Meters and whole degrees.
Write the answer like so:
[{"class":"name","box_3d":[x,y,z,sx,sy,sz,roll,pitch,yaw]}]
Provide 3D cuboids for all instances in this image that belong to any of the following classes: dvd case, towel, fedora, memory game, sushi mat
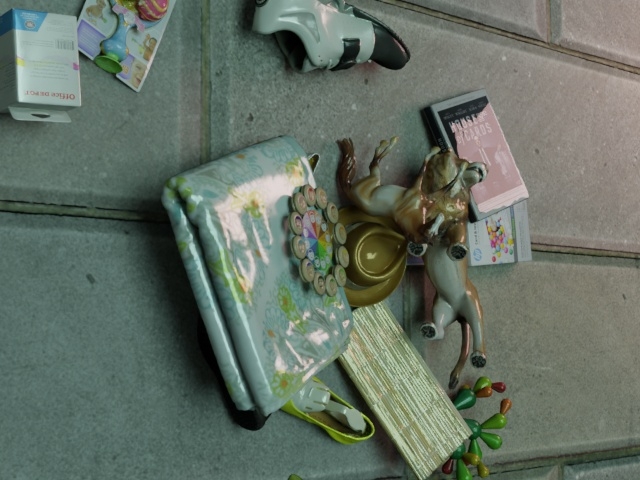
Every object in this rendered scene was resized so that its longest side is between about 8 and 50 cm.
[{"class":"dvd case","box_3d":[0.306,-0.168,1.961,0.179,0.029,0.239,-23,91,-41]},{"class":"towel","box_3d":[-0.077,0.044,1.545,0.320,0.090,0.375,-33,107,-60]},{"class":"fedora","box_3d":[0.088,0.024,1.746,0.194,0.079,0.194,4,83,-32]},{"class":"memory game","box_3d":[0.000,0.000,1.596,0.186,0.012,0.186,33,50,-53]},{"class":"sushi mat","box_3d":[0.139,0.255,1.767,0.151,0.019,0.317,-36,93,-37]}]

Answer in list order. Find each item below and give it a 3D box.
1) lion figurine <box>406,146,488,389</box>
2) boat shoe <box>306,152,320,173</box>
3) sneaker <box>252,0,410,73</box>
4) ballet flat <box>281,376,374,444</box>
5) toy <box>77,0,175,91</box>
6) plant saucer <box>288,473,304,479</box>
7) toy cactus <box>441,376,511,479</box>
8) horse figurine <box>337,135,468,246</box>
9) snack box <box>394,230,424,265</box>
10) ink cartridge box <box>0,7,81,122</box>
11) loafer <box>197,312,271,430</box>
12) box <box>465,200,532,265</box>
[{"class":"lion figurine","box_3d":[0.232,0.046,1.817,0.240,0.142,0.392,-69,157,-64]},{"class":"boat shoe","box_3d":[-0.030,-0.109,1.700,0.035,0.035,0.100,47,59,-27]},{"class":"sneaker","box_3d":[0.011,-0.340,1.722,0.330,0.122,0.146,22,90,-37]},{"class":"ballet flat","box_3d":[0.004,0.271,1.665,0.231,0.077,0.077,38,64,-30]},{"class":"toy","box_3d":[-0.271,-0.359,1.508,0.137,0.056,0.237,35,67,-40]},{"class":"plant saucer","box_3d":[-0.012,0.511,1.649,0.188,0.045,0.188,43,61,-29]},{"class":"toy cactus","box_3d":[0.257,0.338,1.872,0.180,0.112,0.219,28,70,-14]},{"class":"horse figurine","box_3d":[0.125,-0.091,1.719,0.174,0.263,0.066,-60,146,-13]},{"class":"snack box","box_3d":[0.198,0.015,1.887,0.178,0.022,0.064,0,88,-40]},{"class":"ink cartridge box","box_3d":[-0.387,-0.229,1.363,0.092,0.090,0.143,-1,87,-39]},{"class":"loafer","box_3d":[-0.126,0.186,1.575,0.078,0.080,0.220,-32,111,-47]},{"class":"box","box_3d":[0.343,-0.025,2.001,0.186,0.038,0.145,-3,87,-39]}]
